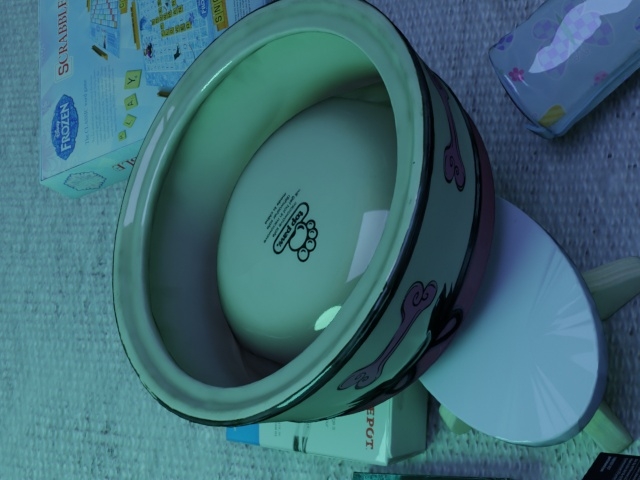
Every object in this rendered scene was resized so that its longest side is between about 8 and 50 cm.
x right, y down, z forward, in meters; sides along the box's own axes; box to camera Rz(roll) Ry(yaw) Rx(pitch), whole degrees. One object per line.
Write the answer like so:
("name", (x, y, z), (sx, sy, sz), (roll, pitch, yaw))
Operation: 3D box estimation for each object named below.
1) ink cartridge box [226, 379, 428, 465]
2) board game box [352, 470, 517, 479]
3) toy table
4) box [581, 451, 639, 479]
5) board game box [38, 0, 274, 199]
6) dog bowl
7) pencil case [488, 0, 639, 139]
("ink cartridge box", (0.007, 0.142, 1.385), (0.203, 0.086, 0.148), (4, 93, 32))
("board game box", (0.104, 0.292, 1.312), (0.186, 0.026, 0.126), (-5, 70, 39))
("toy table", (0.187, 0.082, 1.268), (0.252, 0.161, 0.274), (-31, 59, 19))
("box", (0.301, 0.311, 1.047), (0.184, 0.103, 0.261), (3, 108, 30))
("board game box", (-0.182, -0.242, 1.523), (0.318, 0.066, 0.319), (-18, 63, 26))
("dog bowl", (-0.012, -0.016, 1.247), (0.408, 0.150, 0.408), (-21, 59, 39))
("pencil case", (0.301, -0.219, 1.337), (0.273, 0.113, 0.124), (-36, 77, 16))
